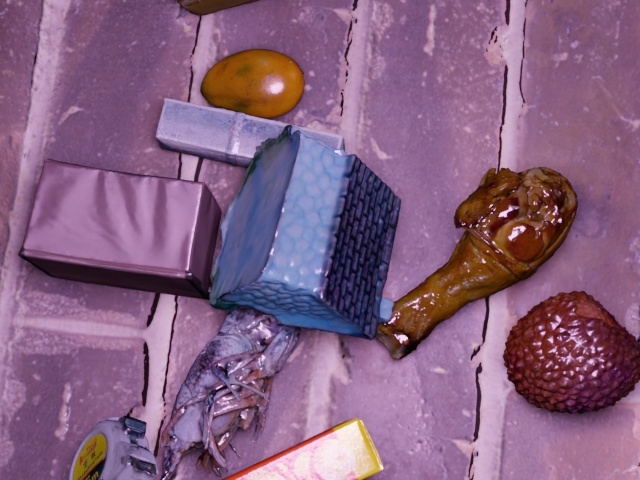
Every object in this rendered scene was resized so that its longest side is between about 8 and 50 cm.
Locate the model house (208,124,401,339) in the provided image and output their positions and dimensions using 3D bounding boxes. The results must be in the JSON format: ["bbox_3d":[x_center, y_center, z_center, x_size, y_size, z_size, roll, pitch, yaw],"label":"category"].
[{"bbox_3d":[0.000,0.000,1.740,0.241,0.226,0.261,21,67,-18],"label":"model house"}]

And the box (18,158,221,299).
[{"bbox_3d":[-0.287,-0.014,1.786,0.252,0.188,0.153,9,79,6],"label":"box"}]

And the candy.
[{"bbox_3d":[-0.056,0.348,1.710,0.276,0.146,0.088,-25,81,-10],"label":"candy"}]

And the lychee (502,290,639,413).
[{"bbox_3d":[0.358,0.171,1.732,0.188,0.188,0.188,0,78,2],"label":"lychee"}]

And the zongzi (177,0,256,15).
[{"bbox_3d":[-0.068,-0.404,1.898,0.289,0.123,0.260,43,87,6],"label":"zongzi"}]

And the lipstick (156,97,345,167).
[{"bbox_3d":[-0.106,-0.152,1.863,0.290,0.076,0.077,12,77,5],"label":"lipstick"}]

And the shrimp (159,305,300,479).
[{"bbox_3d":[-0.140,0.235,1.735,0.137,0.172,0.372,22,72,1],"label":"shrimp"}]

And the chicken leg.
[{"bbox_3d":[0.228,0.023,1.746,0.361,0.211,0.140,-38,51,-8],"label":"chicken leg"}]

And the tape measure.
[{"bbox_3d":[-0.354,0.395,1.760,0.084,0.164,0.330,30,114,-27],"label":"tape measure"}]

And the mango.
[{"bbox_3d":[-0.103,-0.249,1.878,0.163,0.089,0.111,18,68,17],"label":"mango"}]
